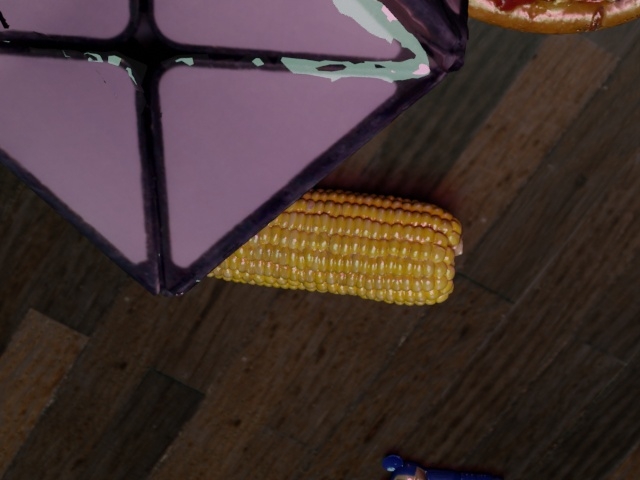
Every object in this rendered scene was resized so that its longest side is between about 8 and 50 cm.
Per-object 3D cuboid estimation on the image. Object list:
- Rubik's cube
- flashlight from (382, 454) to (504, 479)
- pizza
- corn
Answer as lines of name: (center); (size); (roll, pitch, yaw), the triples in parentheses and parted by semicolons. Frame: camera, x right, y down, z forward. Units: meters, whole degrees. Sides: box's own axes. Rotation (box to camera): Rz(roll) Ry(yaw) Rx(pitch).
Rubik's cube: (-0.092, -0.203, 1.119); (0.310, 0.307, 0.305); (41, 119, -19)
flashlight: (0.118, 0.238, 1.528); (0.121, 0.035, 0.057); (6, 121, 2)
pizza: (0.178, -0.244, 1.212); (0.201, 0.053, 0.193); (-6, 121, 9)
corn: (0.000, 0.000, 1.357); (0.244, 0.093, 0.093); (8, 122, 4)
